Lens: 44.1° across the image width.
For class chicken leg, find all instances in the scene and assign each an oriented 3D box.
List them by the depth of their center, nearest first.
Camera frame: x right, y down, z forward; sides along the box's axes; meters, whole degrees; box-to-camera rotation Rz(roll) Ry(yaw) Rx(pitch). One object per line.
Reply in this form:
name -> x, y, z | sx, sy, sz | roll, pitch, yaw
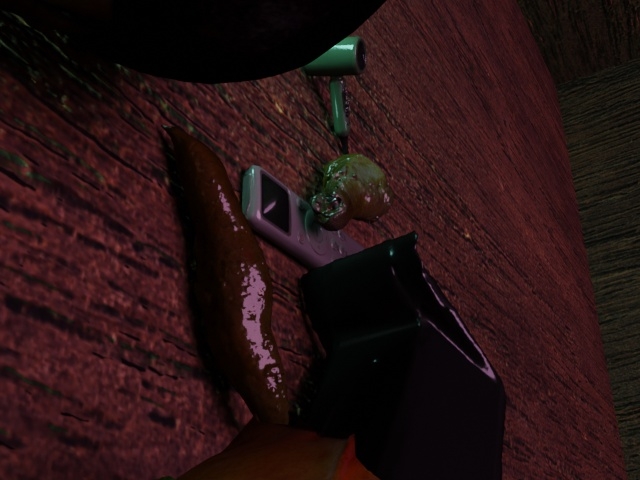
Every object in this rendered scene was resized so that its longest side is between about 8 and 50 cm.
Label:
chicken leg -> 0.033, -0.050, 0.873 | 0.085, 0.069, 0.198 | 63, 20, -7

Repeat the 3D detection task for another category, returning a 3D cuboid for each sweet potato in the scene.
sweet potato -> -0.075, 0.028, 0.650 | 0.067, 0.067, 0.273 | -1, 71, -63

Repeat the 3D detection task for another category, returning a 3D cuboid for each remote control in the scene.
remote control -> 0.000, 0.000, 0.845 | 0.261, 0.029, 0.067 | 36, 44, -52

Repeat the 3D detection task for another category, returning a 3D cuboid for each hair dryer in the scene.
hair dryer -> 0.023, -0.174, 0.971 | 0.047, 0.071, 0.150 | -52, 139, -54

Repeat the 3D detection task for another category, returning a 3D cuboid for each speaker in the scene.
speaker -> 0.034, 0.185, 0.660 | 0.184, 0.180, 0.388 | 55, 30, -21

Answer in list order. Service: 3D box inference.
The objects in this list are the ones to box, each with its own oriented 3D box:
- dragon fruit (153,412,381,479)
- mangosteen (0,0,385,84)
dragon fruit -> -0.056, 0.248, 0.352 | 0.226, 0.305, 0.305 | -15, 89, -36
mangosteen -> -0.110, -0.290, 0.469 | 0.435, 0.382, 0.382 | 0, 73, -29
